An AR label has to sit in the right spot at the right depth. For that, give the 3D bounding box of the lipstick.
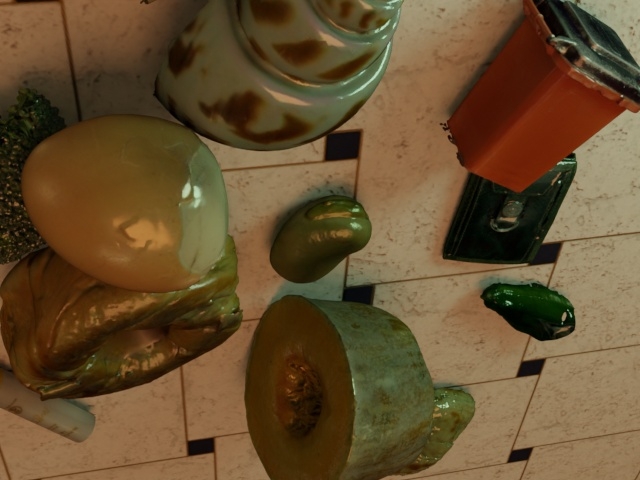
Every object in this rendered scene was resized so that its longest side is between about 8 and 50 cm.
[{"bbox_3d":[-0.484,0.263,1.482,0.059,0.059,0.264,-34,133,17],"label":"lipstick"}]

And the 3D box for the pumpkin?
[{"bbox_3d":[0.032,0.254,1.469,0.199,0.332,0.332,2,134,-36],"label":"pumpkin"}]

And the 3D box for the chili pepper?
[{"bbox_3d":[0.362,0.127,1.605,0.216,0.062,0.108,23,123,-32],"label":"chili pepper"}]

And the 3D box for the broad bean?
[{"bbox_3d":[0.000,0.000,1.351,0.174,0.082,0.124,-40,134,20],"label":"broad bean"}]

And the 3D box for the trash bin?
[{"bbox_3d":[0.281,-0.192,1.197,0.185,0.161,0.238,21,128,-32],"label":"trash bin"}]

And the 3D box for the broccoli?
[{"bbox_3d":[-0.393,-0.073,1.100,0.176,0.198,0.226,7,112,27],"label":"broccoli"}]

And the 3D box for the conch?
[{"bbox_3d":[-0.035,-0.222,1.019,0.249,0.197,0.368,-19,154,-33],"label":"conch"}]

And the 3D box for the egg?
[{"bbox_3d":[-0.217,-0.045,1.029,0.245,0.201,0.201,15,128,-24],"label":"egg"}]

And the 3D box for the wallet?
[{"bbox_3d":[0.295,-0.047,1.420,0.160,0.055,0.236,3,134,-10],"label":"wallet"}]

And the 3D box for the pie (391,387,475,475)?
[{"bbox_3d":[0.194,0.388,1.791,0.201,0.090,0.248,21,121,-29],"label":"pie"}]

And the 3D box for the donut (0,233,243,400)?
[{"bbox_3d":[-0.267,0.088,1.261,0.360,0.170,0.360,-21,158,-9],"label":"donut"}]

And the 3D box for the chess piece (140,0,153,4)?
[{"bbox_3d":[-0.086,-0.372,0.947,0.301,0.137,0.137,-29,136,-4],"label":"chess piece"}]
